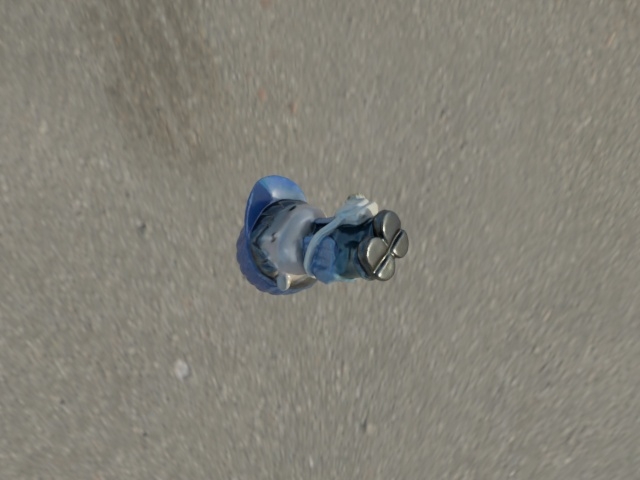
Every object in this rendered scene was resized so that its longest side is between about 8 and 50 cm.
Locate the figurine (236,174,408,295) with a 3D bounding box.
[{"bbox_3d":[0.000,0.000,1.222,0.149,0.087,0.086,5,57,41],"label":"figurine"}]
